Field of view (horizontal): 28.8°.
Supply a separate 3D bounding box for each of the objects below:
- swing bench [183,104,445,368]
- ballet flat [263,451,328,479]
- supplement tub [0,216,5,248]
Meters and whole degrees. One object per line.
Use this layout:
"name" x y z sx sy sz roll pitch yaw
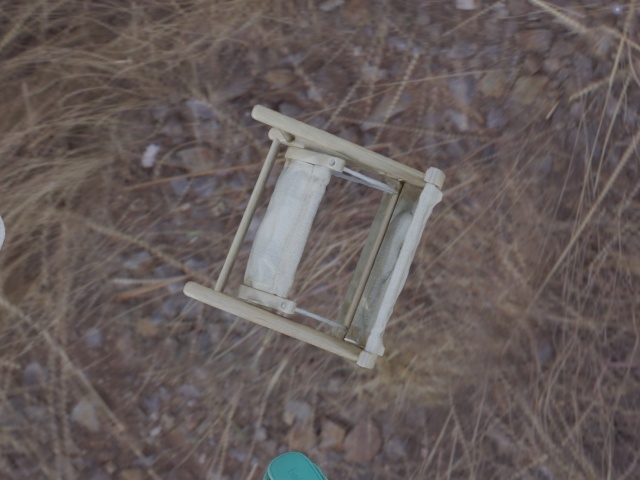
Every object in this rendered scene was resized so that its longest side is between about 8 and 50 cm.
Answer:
"swing bench" 0.000 0.000 1.570 0.254 0.165 0.253 21 87 7
"ballet flat" 0.012 0.313 1.263 0.083 0.247 0.087 -21 122 -13
"supplement tub" -0.461 0.099 1.219 0.241 0.241 0.331 30 111 6
